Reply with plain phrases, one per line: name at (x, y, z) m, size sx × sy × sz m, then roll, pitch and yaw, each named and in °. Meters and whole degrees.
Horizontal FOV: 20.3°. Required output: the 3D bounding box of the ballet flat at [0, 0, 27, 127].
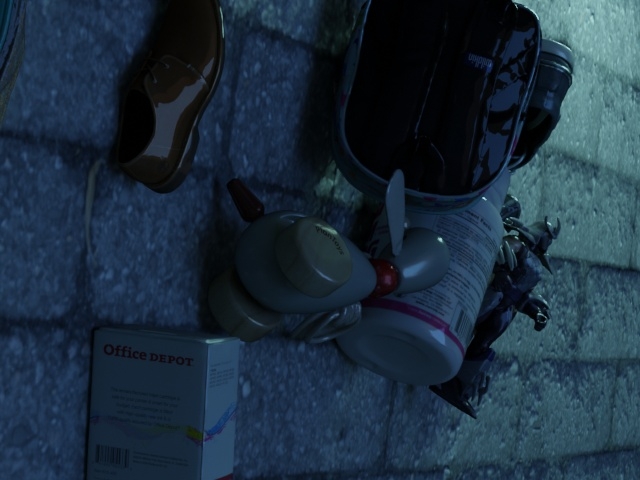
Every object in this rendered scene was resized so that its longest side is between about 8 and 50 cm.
ballet flat at (-0.297, -0.101, 1.416) m, size 0.106 × 0.107 × 0.316 m, roll 61°, pitch 44°, yaw -79°

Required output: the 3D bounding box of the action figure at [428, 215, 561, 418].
action figure at (0.235, 0.085, 2.363) m, size 0.285 × 0.099 × 0.185 m, roll -54°, pitch 136°, yaw -6°

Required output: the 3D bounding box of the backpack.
backpack at (0.125, -0.158, 2.076) m, size 0.191 × 0.225 × 0.253 m, roll 119°, pitch -16°, yaw -73°

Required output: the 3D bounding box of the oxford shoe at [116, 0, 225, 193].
oxford shoe at (-0.146, -0.157, 1.715) m, size 0.076 × 0.076 × 0.212 m, roll 26°, pitch 71°, yaw -50°

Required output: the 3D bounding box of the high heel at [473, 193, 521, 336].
high heel at (0.186, 0.072, 2.447) m, size 0.186 × 0.093 × 0.261 m, roll -28°, pitch 136°, yaw -33°

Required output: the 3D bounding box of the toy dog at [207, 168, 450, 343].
toy dog at (0.000, 0.000, 1.944) m, size 0.161 × 0.220 × 0.334 m, roll 66°, pitch 16°, yaw 11°

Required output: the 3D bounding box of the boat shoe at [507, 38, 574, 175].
boat shoe at (0.223, -0.137, 2.270) m, size 0.319 × 0.116 × 0.099 m, roll 129°, pitch -26°, yaw -57°

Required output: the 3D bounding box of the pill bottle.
pill bottle at (0.133, 0.021, 2.203) m, size 0.160 × 0.160 × 0.283 m, roll 60°, pitch 43°, yaw -50°

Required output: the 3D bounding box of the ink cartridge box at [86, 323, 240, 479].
ink cartridge box at (-0.149, 0.172, 1.707) m, size 0.072 × 0.127 × 0.175 m, roll -5°, pitch 100°, yaw -64°
